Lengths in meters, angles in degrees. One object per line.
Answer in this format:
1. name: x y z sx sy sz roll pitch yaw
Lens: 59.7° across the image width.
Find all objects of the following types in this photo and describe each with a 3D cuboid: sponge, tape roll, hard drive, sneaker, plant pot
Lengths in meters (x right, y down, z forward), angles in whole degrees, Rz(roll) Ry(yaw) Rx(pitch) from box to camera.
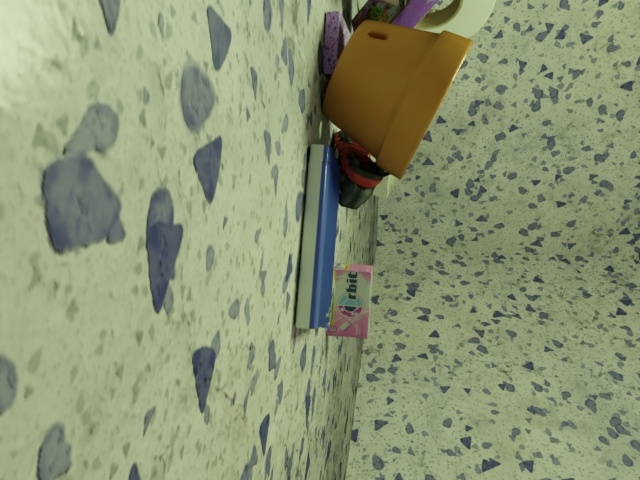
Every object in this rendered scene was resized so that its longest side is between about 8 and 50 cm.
1. sponge: 0.037 -0.390 1.155 0.210 0.031 0.117 -46 139 -78
2. tape roll: 0.299 -0.702 1.570 0.392 0.392 0.072 79 17 -60
3. hard drive: 0.000 0.000 1.058 0.210 0.040 0.318 32 62 -81
4. sneaker: 0.067 -0.162 1.264 0.276 0.098 0.135 -99 -151 -58
5. plant pot: 0.136 -0.292 1.091 0.291 0.203 0.291 -62 175 -10

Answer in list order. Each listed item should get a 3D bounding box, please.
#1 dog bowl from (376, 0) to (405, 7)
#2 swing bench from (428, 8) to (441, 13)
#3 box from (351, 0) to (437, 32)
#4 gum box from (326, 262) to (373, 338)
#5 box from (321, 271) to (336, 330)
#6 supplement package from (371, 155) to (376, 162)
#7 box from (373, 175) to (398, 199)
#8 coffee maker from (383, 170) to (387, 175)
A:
1. dog bowl: 0.110 -0.683 1.110 0.408 0.150 0.408 3 90 -82
2. swing bench: 0.287 -0.675 1.970 0.165 0.253 0.254 -76 167 -48
3. box: 0.196 -0.582 1.342 0.293 0.057 0.201 -43 -145 33
4. gum box: 0.074 0.157 1.413 0.062 0.107 0.188 -56 149 -74
5. box: 0.012 0.134 1.263 0.081 0.028 0.136 83 16 -53
6. supplement package: 0.112 -0.266 1.474 0.105 0.105 0.179 62 33 -73
7. box: 0.212 -0.280 1.850 0.232 0.127 0.148 -57 160 -30
8. coffee maker: 0.139 -0.267 1.595 0.120 0.171 0.178 152 -77 -74
